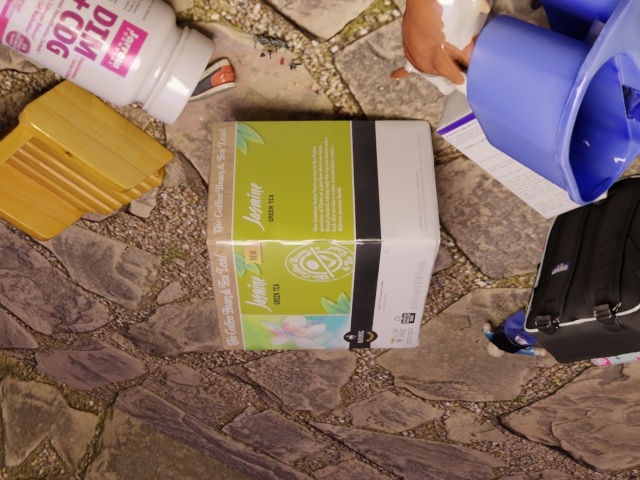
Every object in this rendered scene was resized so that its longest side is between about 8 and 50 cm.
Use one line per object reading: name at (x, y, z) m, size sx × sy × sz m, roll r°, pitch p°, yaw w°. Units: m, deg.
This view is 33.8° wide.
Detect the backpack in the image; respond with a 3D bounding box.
backpack at (0.418, 0.043, 1.469) m, size 0.191 × 0.254 × 0.225 m, roll 34°, pitch 146°, yaw -30°

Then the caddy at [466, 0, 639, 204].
caddy at (0.302, -0.177, 1.137) m, size 0.179 × 0.241 × 0.341 m, roll 34°, pitch 178°, yaw 25°

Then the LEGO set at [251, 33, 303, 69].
LEGO set at (-0.061, -0.270, 1.479) m, size 0.054 × 0.023 × 0.083 m, roll -2°, pitch 156°, yaw 35°

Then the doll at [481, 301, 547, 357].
doll at (0.357, 0.173, 1.906) m, size 0.129 × 0.046 × 0.189 m, roll 27°, pitch 148°, yaw -9°

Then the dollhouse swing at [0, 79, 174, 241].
dollhouse swing at (-0.492, -0.056, 1.786) m, size 0.315 × 0.305 × 0.346 m, roll 36°, pitch 145°, yaw -25°

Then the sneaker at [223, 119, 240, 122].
sneaker at (-0.121, -0.113, 1.709) m, size 0.086 × 0.085 × 0.237 m, roll 35°, pitch 155°, yaw 20°

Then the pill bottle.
pill bottle at (-0.299, -0.285, 1.451) m, size 0.283 × 0.160 × 0.160 m, roll 28°, pitch 148°, yaw -14°

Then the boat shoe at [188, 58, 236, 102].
boat shoe at (-0.178, -0.234, 1.578) m, size 0.137 × 0.049 × 0.043 m, roll -12°, pitch 95°, yaw 45°

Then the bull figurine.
bull figurine at (0.162, -0.261, 1.233) m, size 0.188 × 0.101 × 0.310 m, roll 47°, pitch 156°, yaw 33°

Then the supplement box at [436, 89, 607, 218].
supplement box at (0.277, -0.142, 1.393) m, size 0.220 × 0.111 × 0.114 m, roll 35°, pitch 147°, yaw -22°

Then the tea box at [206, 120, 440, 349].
tea box at (0.000, 0.000, 1.596) m, size 0.323 × 0.220 × 0.329 m, roll 0°, pitch 147°, yaw 0°
